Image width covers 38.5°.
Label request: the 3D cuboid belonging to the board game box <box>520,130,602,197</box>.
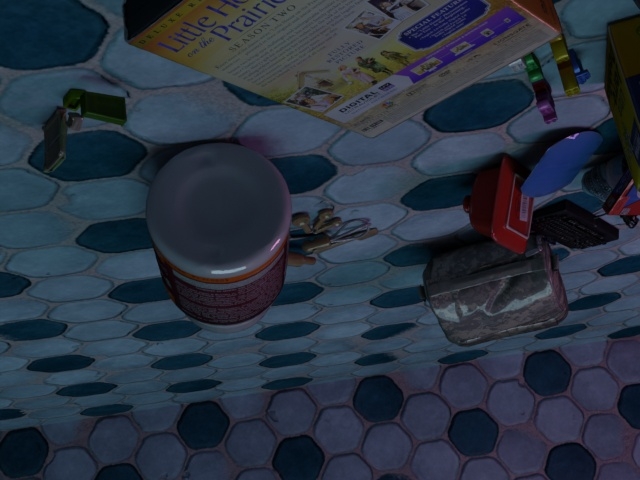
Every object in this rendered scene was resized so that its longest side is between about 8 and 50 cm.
[{"bbox_3d":[0.423,-0.146,1.645,0.133,0.033,0.168,-9,144,-31],"label":"board game box"}]

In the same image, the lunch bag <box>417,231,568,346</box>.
[{"bbox_3d":[0.390,0.101,2.031,0.305,0.212,0.256,-15,164,16],"label":"lunch bag"}]

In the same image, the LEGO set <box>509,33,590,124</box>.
[{"bbox_3d":[0.331,-0.232,1.302,0.087,0.093,0.227,-19,157,24],"label":"LEGO set"}]

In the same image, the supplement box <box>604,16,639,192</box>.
[{"bbox_3d":[0.605,-0.228,1.294,0.356,0.195,0.194,-14,159,11],"label":"supplement box"}]

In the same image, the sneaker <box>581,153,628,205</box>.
[{"bbox_3d":[0.618,-0.102,1.797,0.283,0.110,0.122,19,158,-39],"label":"sneaker"}]

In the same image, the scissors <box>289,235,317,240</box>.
[{"bbox_3d":[-0.156,0.005,1.813,0.297,0.021,0.109,-9,160,0],"label":"scissors"}]

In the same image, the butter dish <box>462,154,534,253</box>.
[{"bbox_3d":[0.321,-0.066,1.701,0.118,0.160,0.160,4,170,37],"label":"butter dish"}]

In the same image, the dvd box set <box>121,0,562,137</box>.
[{"bbox_3d":[0.037,-0.250,1.035,0.307,0.062,0.420,-27,154,36],"label":"dvd box set"}]

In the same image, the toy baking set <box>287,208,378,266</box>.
[{"bbox_3d":[-0.006,0.003,1.838,0.197,0.030,0.256,-32,151,34],"label":"toy baking set"}]

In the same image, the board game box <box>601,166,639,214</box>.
[{"bbox_3d":[0.619,-0.151,1.596,0.145,0.027,0.281,-1,136,-24],"label":"board game box"}]

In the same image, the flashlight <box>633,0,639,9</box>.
[{"bbox_3d":[0.360,-0.344,1.013,0.103,0.103,0.304,-19,159,30],"label":"flashlight"}]

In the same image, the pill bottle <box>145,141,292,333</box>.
[{"bbox_3d":[-0.166,0.016,1.552,0.224,0.224,0.392,-7,159,-7],"label":"pill bottle"}]

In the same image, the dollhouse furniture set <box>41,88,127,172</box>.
[{"bbox_3d":[-0.324,-0.152,1.246,0.058,0.076,0.152,8,152,-37],"label":"dollhouse furniture set"}]

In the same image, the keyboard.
[{"bbox_3d":[0.591,-0.036,2.026,0.201,0.033,0.317,-23,156,32],"label":"keyboard"}]
